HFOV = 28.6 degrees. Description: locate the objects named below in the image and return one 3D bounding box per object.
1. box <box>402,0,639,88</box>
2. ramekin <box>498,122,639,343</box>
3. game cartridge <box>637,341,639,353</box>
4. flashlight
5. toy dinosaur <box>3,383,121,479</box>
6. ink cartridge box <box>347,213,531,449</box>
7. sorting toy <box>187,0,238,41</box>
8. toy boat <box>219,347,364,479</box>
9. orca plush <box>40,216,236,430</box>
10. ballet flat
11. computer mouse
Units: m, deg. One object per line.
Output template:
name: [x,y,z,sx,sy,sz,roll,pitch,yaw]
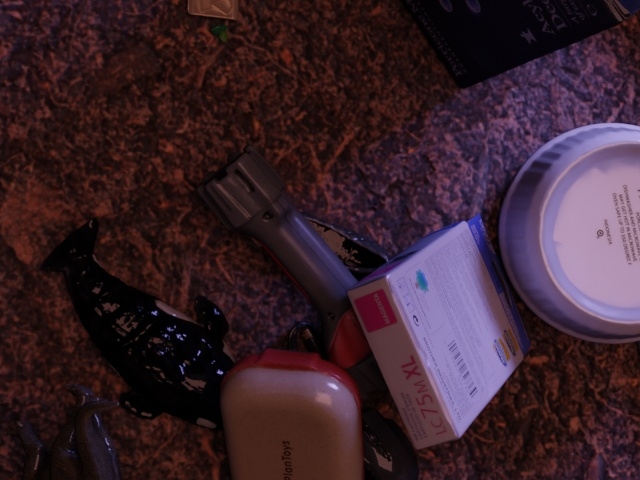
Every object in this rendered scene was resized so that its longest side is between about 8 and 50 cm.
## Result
box: [0.220,-0.367,1.348,0.212,0.395,0.293,-37,97,-14]
ramekin: [0.349,-0.008,1.471,0.273,0.127,0.272,0,90,3]
game cartridge: [0.485,0.066,1.586,0.198,0.062,0.297,-14,91,-13]
flashlight: [-0.015,0.035,1.390,0.103,0.103,0.304,-38,102,15]
toy dinosaur: [-0.249,0.244,1.281,0.121,0.313,0.160,8,60,-42]
ink cartridge box: [0.144,0.090,1.408,0.311,0.065,0.185,-30,97,-60]
sorting toy: [-0.124,-0.270,1.440,0.062,0.012,0.083,5,83,-21]
toy boat: [-0.021,0.196,1.373,0.151,0.151,0.231,4,126,11]
orca plush: [-0.172,0.099,1.361,0.151,0.102,0.287,-33,97,-15]
ballet flat: [0.000,0.000,1.444,0.173,0.049,0.057,14,85,-14]
computer mouse: [0.038,0.197,1.452,0.071,0.041,0.242,-38,97,-14]
